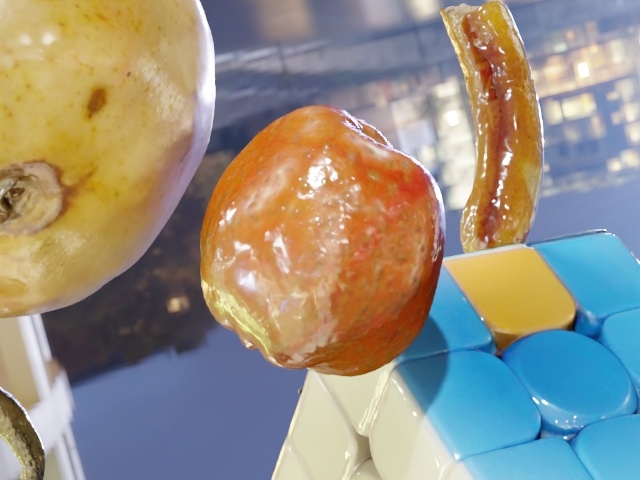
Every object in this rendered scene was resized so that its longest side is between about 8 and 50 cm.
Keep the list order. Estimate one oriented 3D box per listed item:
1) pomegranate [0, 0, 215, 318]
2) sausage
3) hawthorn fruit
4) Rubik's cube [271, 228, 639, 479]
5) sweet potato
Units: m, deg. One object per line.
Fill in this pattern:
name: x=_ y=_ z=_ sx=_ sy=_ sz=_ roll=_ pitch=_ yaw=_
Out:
pomegranate: x=-0.290 y=-0.131 z=1.353 sx=0.411 sy=0.412 sz=0.411 roll=-14 pitch=-174 yaw=1
sausage: x=0.189 y=-0.120 z=1.693 sx=0.102 sy=0.302 sz=0.076 roll=-1 pitch=168 yaw=-19
hawthorn fruit: x=0.000 y=0.000 z=1.088 sx=0.189 sy=0.189 sz=0.189 roll=-14 pitch=-174 yaw=1
Rubik's cube: x=0.163 y=0.202 z=1.300 sx=0.290 sy=0.291 sz=0.292 roll=-10 pitch=-134 yaw=-29
sweet potato: x=-0.307 y=0.201 z=1.606 sx=0.041 sy=0.153 sz=0.038 roll=-7 pitch=-161 yaw=39
